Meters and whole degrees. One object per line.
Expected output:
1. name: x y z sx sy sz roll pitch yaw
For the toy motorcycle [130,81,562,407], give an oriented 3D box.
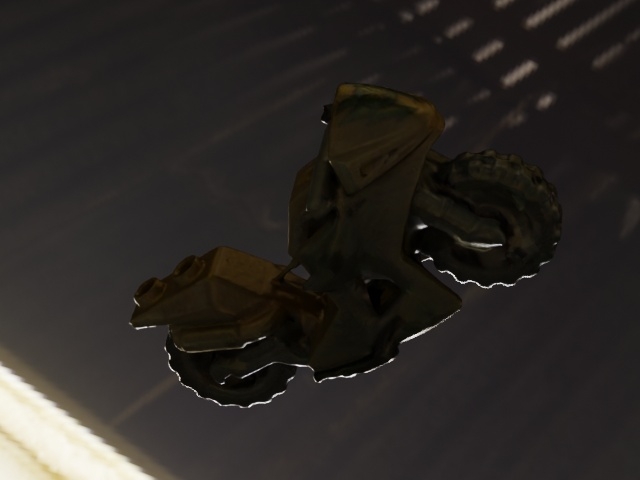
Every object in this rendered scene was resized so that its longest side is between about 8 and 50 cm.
1. toy motorcycle: 0.000 0.000 0.759 0.130 0.229 0.094 48 -149 -26
